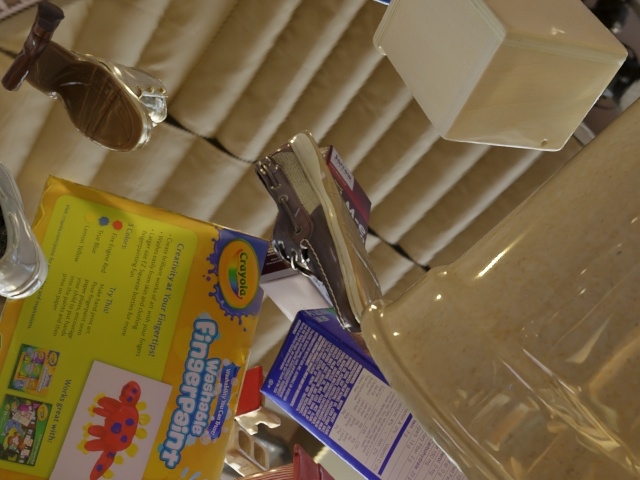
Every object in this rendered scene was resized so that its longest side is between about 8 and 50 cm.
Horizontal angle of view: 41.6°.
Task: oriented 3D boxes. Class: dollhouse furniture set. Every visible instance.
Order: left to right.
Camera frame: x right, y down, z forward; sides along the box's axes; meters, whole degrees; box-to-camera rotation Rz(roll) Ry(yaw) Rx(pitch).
[{"bbox_3d":[-0.089,0.362,1.509,0.201,0.374,0.152,-22,-49,19],"label":"dollhouse furniture set"}]

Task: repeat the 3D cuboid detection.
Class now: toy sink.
[{"bbox_3d":[0.156,-0.210,0.839,0.152,0.234,0.131,1,-44,-31],"label":"toy sink"}]

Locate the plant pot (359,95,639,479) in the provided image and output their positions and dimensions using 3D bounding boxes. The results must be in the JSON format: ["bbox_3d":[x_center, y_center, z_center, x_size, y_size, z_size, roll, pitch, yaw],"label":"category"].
[{"bbox_3d":[0.250,0.043,0.568,0.333,0.334,0.305,32,-79,-36],"label":"plant pot"}]

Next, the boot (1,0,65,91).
[{"bbox_3d":[-0.393,-0.262,1.144,0.037,0.106,0.114,29,-62,-20],"label":"boot"}]

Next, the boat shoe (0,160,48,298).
[{"bbox_3d":[-0.359,-0.040,0.885,0.079,0.227,0.081,-34,-29,-9],"label":"boat shoe"}]

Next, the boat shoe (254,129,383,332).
[{"bbox_3d":[-0.008,-0.005,0.928,0.092,0.285,0.103,-26,-40,7],"label":"boat shoe"}]

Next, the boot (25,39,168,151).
[{"bbox_3d":[-0.287,-0.200,1.232,0.203,0.262,0.095,8,-67,-58],"label":"boot"}]

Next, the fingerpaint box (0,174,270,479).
[{"bbox_3d":[-0.304,0.175,1.296,0.371,0.445,0.163,16,-18,-14],"label":"fingerpaint box"}]

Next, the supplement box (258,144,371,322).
[{"bbox_3d":[0.000,0.000,1.142,0.073,0.239,0.130,-16,-48,26],"label":"supplement box"}]

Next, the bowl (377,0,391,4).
[{"bbox_3d":[0.067,-0.451,1.087,0.391,0.391,0.077,38,-104,-37],"label":"bowl"}]

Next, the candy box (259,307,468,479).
[{"bbox_3d":[0.138,0.199,0.964,0.268,0.317,0.122,2,-63,-56],"label":"candy box"}]
